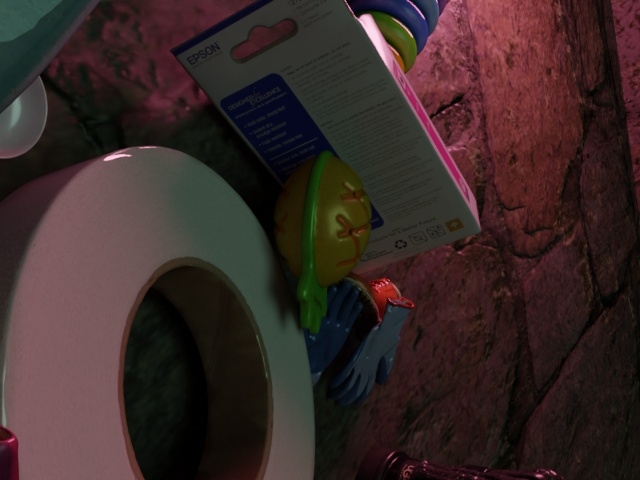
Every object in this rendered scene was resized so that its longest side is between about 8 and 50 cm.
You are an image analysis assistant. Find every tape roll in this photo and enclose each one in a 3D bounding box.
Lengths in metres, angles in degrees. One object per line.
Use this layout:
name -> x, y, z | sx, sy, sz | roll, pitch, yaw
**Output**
tape roll -> -0.113, 0.123, 0.506 | 0.392, 0.072, 0.392 | -12, 90, -69

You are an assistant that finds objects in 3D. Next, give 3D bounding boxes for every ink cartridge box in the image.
ink cartridge box -> 0.025, -0.112, 0.708 | 0.371, 0.175, 0.069 | 49, 31, -38

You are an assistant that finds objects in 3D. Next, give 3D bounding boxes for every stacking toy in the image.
stacking toy -> 0.069, -0.244, 0.839 | 0.141, 0.141, 0.330 | 42, 62, -41

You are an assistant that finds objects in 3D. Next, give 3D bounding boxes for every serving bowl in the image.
serving bowl -> -0.245, -0.102, 0.479 | 0.083, 0.027, 0.083 | 5, 90, -66

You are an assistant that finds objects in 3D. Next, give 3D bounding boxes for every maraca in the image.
maraca -> 0.000, 0.000, 0.655 | 0.127, 0.099, 0.186 | 49, 46, -68

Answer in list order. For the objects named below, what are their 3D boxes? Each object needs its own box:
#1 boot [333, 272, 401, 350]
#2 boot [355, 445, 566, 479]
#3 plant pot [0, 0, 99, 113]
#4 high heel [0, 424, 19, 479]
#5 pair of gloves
boot -> 0.063, 0.074, 0.843 | 0.158, 0.059, 0.085 | 53, 44, -45
boot -> 0.219, 0.408, 0.834 | 0.348, 0.260, 0.131 | 57, 46, -31
plant pot -> -0.269, -0.143, 0.304 | 0.247, 0.247, 0.252 | 36, 72, -44
high heel -> -0.246, 0.069, 0.304 | 0.117, 0.244, 0.082 | -58, 165, 16
pair of gloves -> 0.029, 0.127, 0.766 | 0.198, 0.023, 0.159 | 18, 100, -44
